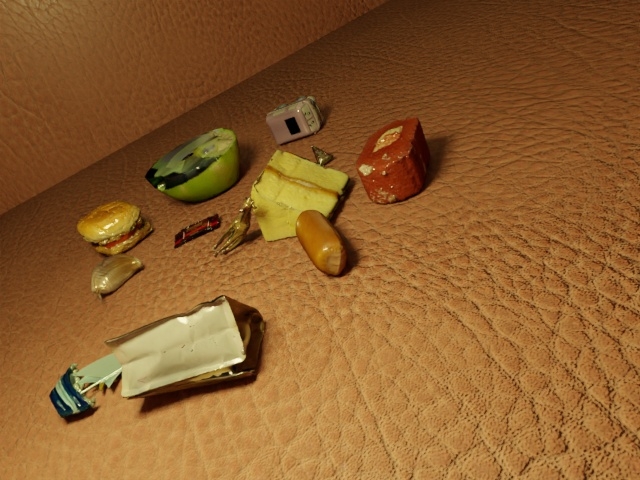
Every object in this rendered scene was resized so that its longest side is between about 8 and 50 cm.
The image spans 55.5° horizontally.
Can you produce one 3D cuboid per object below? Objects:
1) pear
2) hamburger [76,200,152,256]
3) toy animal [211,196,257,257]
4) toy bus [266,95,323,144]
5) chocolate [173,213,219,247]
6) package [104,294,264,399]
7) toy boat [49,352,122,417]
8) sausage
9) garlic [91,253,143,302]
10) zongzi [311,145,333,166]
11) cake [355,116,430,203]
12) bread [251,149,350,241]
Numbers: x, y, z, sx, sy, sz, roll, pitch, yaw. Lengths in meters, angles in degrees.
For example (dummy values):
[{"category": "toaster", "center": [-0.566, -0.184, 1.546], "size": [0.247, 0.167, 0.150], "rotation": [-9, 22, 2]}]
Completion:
[{"category": "pear", "center": [-0.461, -0.268, 2.365], "size": [0.398, 0.165, 0.399], "rotation": [-21, 29, 12]}, {"category": "hamburger", "center": [-0.764, -0.051, 2.265], "size": [0.244, 0.163, 0.244], "rotation": [-21, 26, 11]}, {"category": "toy animal", "center": [-0.241, -0.044, 1.791], "size": [0.275, 0.054, 0.149], "rotation": [-47, -6, 38]}, {"category": "toy bus", "center": [-0.101, -0.482, 2.448], "size": [0.202, 0.142, 0.142], "rotation": [-14, 25, 25]}, {"category": "chocolate", "center": [-0.425, -0.033, 2.088], "size": [0.182, 0.028, 0.086], "rotation": [-25, 35, 6]}, {"category": "package", "center": [-0.293, 0.266, 1.378], "size": [0.311, 0.221, 0.165], "rotation": [-19, 68, 11]}, {"category": "toy boat", "center": [-0.549, 0.327, 1.556], "size": [0.291, 0.067, 0.220], "rotation": [-36, 28, -22]}, {"category": "sausage", "center": [0.000, -0.001, 1.583], "size": [0.105, 0.105, 0.274], "rotation": [-29, 29, -4]}, {"category": "garlic", "center": [-0.687, 0.122, 1.996], "size": [0.128, 0.091, 0.198], "rotation": [12, 40, 33]}, {"category": "zongzi", "center": [-0.004, -0.303, 2.131], "size": [0.067, 0.073, 0.083], "rotation": [-44, 26, 8]}, {"category": "cake", "center": [0.208, -0.229, 1.742], "size": [0.176, 0.151, 0.283], "rotation": [-8, 38, 24]}, {"category": "bread", "center": [-0.054, -0.155, 1.814], "size": [0.235, 0.199, 0.264], "rotation": [-3, 37, 24]}]
